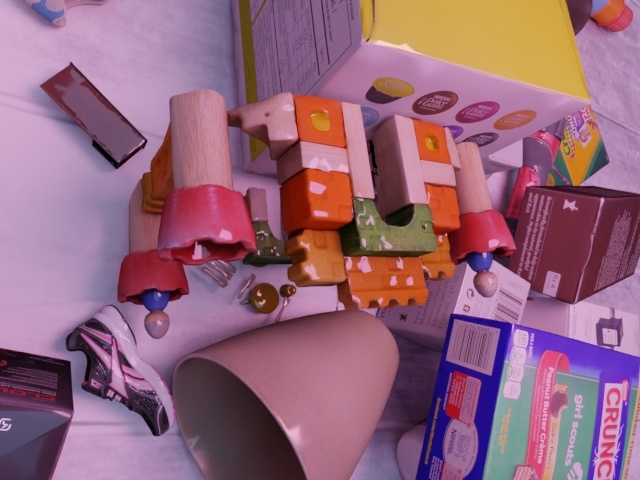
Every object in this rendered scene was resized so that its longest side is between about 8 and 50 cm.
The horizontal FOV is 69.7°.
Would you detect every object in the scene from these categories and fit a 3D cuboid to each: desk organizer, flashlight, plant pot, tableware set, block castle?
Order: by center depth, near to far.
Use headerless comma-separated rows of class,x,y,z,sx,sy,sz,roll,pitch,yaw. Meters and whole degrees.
block castle,0.000,0.000,0.594,0.453,0.303,0.212,2,72,-32
desk organizer,-0.297,-0.161,0.606,0.130,0.047,0.050,48,68,-17
plant pot,-0.014,0.210,0.638,0.274,0.256,0.256,-24,98,-44
tableware set,-0.103,0.048,0.710,0.154,0.024,0.104,39,62,-19
flashlight,0.421,-0.112,0.957,0.304,0.103,0.103,-71,160,-4

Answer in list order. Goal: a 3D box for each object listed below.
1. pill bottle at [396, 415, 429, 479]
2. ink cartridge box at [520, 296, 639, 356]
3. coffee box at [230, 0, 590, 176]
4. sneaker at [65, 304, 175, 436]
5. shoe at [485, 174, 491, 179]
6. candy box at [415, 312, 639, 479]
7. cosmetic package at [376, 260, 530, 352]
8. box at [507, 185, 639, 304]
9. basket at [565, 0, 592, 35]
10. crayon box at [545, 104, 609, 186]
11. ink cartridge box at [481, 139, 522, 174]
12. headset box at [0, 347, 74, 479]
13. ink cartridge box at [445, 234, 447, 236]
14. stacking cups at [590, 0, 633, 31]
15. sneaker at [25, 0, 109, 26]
pill bottle,0.298,0.354,0.823,0.302,0.169,0.169,-19,95,-29
ink cartridge box,0.505,0.180,0.949,0.237,0.172,0.100,14,79,-28
coffee box,0.091,-0.290,0.640,0.338,0.334,0.338,1,76,-29
sneaker,-0.258,0.177,0.583,0.077,0.072,0.178,-33,90,-38
shoe,0.312,-0.130,0.922,0.219,0.077,0.058,-44,119,-28
candy box,0.313,0.268,0.666,0.317,0.122,0.268,17,83,-28
cosmetic package,0.222,0.110,0.791,0.151,0.184,0.151,28,74,-25
box,0.537,-0.008,0.932,0.381,0.143,0.191,-6,109,-45
basket,0.476,-0.527,1.010,0.227,0.154,0.204,4,99,-33
crayon box,0.549,-0.269,1.064,0.165,0.081,0.278,-30,100,-27
ink cartridge box,0.242,-0.188,0.816,0.087,0.208,0.153,6,83,-32
headset box,-0.351,0.160,0.407,0.218,0.293,0.110,20,76,-25
ink cartridge box,0.182,-0.039,0.817,0.052,0.122,0.088,-12,92,-29
stacking cups,0.685,-0.618,1.170,0.316,0.096,0.096,16,78,-30
sneaker,-0.295,-0.377,0.610,0.228,0.087,0.092,-46,114,-17
